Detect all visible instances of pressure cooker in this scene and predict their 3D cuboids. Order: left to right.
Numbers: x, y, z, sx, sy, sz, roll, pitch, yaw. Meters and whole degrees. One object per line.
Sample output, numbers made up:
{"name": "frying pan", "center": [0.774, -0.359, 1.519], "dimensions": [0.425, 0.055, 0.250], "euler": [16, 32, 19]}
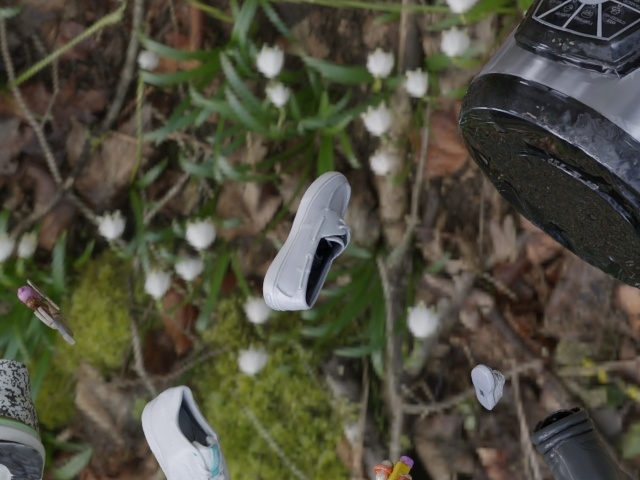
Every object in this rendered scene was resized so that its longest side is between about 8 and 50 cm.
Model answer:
{"name": "pressure cooker", "center": [0.408, -0.194, 1.436], "dimensions": [0.370, 0.420, 0.375], "euler": [41, 171, -2]}

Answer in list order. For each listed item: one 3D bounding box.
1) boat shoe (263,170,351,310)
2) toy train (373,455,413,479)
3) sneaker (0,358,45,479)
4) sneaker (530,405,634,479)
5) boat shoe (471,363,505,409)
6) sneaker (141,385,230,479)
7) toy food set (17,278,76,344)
{"name": "boat shoe", "center": [0.000, 0.000, 1.386], "dimensions": [0.063, 0.184, 0.066], "euler": [8, 140, 31]}
{"name": "toy train", "center": [0.070, 0.338, 1.614], "dimensions": [0.046, 0.125, 0.166], "euler": [33, 125, -8]}
{"name": "sneaker", "center": [-0.463, 0.295, 1.766], "dimensions": [0.158, 0.182, 0.410], "euler": [17, 145, -19]}
{"name": "sneaker", "center": [0.382, 0.316, 1.805], "dimensions": [0.105, 0.146, 0.296], "euler": [-27, 161, 10]}
{"name": "boat shoe", "center": [0.222, 0.184, 1.622], "dimensions": [0.035, 0.035, 0.100], "euler": [39, 161, 34]}
{"name": "sneaker", "center": [-0.134, 0.266, 1.428], "dimensions": [0.094, 0.080, 0.212], "euler": [-40, 75, 49]}
{"name": "toy food set", "center": [-0.335, 0.087, 1.506], "dimensions": [0.019, 0.122, 0.078], "euler": [-45, 112, -3]}
